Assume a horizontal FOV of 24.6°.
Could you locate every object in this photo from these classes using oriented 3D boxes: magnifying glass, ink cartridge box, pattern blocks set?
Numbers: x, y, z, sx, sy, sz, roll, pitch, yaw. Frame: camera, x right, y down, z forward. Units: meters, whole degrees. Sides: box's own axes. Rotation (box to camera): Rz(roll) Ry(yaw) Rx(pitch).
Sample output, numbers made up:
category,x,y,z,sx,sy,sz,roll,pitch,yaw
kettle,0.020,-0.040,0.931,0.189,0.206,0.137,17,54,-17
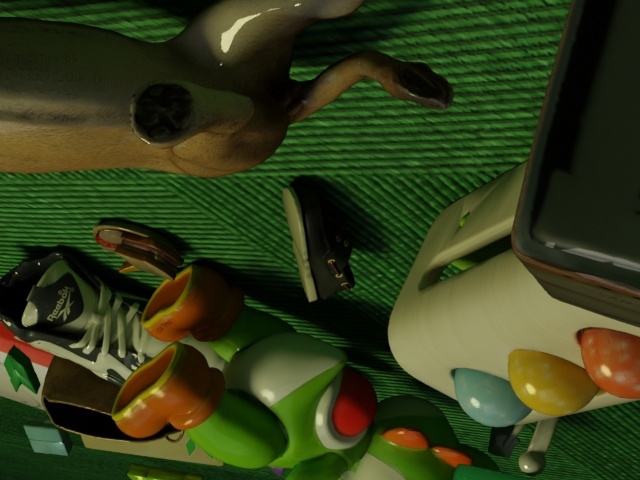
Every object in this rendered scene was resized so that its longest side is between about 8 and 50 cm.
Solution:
category,x,y,z,sx,sy,sz,roll,pitch,yaw
magnifying glass,0.176,0.200,1.155,0.092,0.026,0.231,22,169,-15
ink cartridge box,-0.355,0.165,1.825,0.189,0.066,0.232,20,166,-8
pattern blocks set,-0.183,0.184,1.587,0.324,0.026,0.285,11,134,11

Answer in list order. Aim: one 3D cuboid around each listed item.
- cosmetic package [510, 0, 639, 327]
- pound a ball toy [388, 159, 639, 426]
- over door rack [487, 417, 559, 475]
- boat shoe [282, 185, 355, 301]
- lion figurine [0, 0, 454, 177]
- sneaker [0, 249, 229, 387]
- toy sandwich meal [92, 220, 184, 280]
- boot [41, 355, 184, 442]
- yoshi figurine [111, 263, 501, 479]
category,x,y,z,sx,sy,sz,roll,pitch,yaw
cosmetic package,0.149,-0.038,0.492,0.129,0.153,0.296,15,177,12
pound a ball toy,0.190,0.050,0.824,0.208,0.136,0.319,28,161,-12
over door rack,0.280,0.183,1.214,0.239,0.108,0.324,18,162,1
boat shoe,0.000,-0.002,1.035,0.042,0.049,0.133,-17,149,-2
lion figurine,-0.134,-0.082,0.768,0.392,0.142,0.240,12,169,1
sneaker,-0.206,0.075,1.354,0.235,0.094,0.153,22,173,18
toy sandwich meal,-0.153,0.011,1.224,0.085,0.029,0.085,15,162,5
boot,-0.127,0.164,1.450,0.305,0.115,0.112,9,130,10
yoshi figurine,-0.013,0.179,1.315,0.362,0.203,0.203,31,-174,-20
